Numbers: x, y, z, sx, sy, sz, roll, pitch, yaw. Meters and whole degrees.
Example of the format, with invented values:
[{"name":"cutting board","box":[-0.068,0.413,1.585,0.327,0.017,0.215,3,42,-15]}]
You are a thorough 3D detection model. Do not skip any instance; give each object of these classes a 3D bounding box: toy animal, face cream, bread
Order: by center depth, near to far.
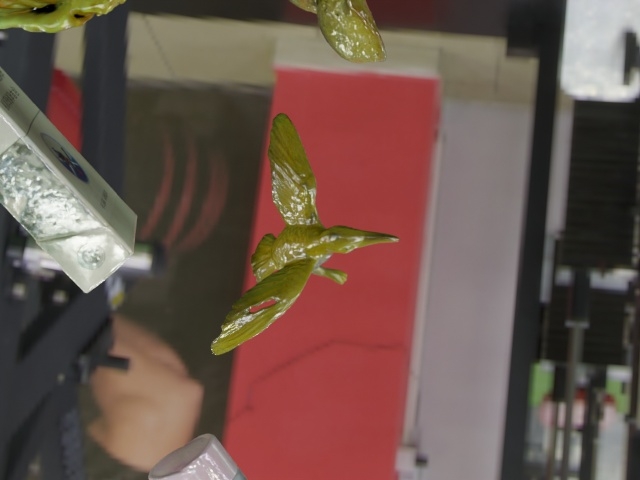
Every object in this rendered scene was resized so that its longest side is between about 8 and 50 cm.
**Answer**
[{"name":"toy animal","box":[0.000,0.000,1.259,0.155,0.219,0.095,3,165,16]},{"name":"bread","box":[0.006,-0.227,1.398,0.065,0.149,0.187,-31,-174,-4]},{"name":"face cream","box":[-0.094,0.295,1.513,0.084,0.198,0.057,-32,-161,-1]}]

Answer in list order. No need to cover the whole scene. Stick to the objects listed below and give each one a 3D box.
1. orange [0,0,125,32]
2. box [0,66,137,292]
[{"name":"orange","box":[-0.264,-0.260,0.983,0.262,0.196,0.334,-37,157,32]},{"name":"box","box":[-0.301,-0.078,1.523,0.256,0.069,0.164,49,-175,-14]}]
